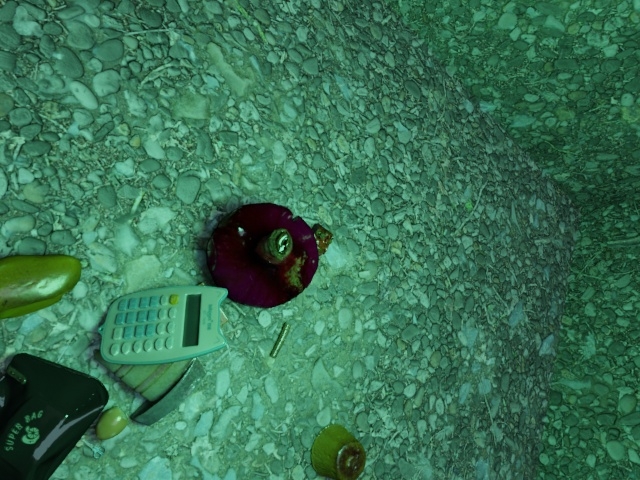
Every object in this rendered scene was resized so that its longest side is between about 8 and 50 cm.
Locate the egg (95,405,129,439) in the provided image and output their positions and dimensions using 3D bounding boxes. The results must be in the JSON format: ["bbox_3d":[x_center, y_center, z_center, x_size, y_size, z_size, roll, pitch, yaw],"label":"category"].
[{"bbox_3d":[-0.629,0.550,1.204,0.096,0.080,0.080,-37,103,-23],"label":"egg"}]

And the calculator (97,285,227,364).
[{"bbox_3d":[-0.483,0.259,1.240,0.387,0.054,0.255,-3,53,-8],"label":"calculator"}]

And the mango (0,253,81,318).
[{"bbox_3d":[-0.813,0.118,1.120,0.262,0.130,0.167,-14,86,-39],"label":"mango"}]

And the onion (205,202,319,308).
[{"bbox_3d":[-0.173,0.054,1.359,0.399,0.420,0.397,0,91,-24],"label":"onion"}]

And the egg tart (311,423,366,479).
[{"bbox_3d":[0.078,0.840,1.571,0.203,0.147,0.202,6,79,-30],"label":"egg tart"}]

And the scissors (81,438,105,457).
[{"bbox_3d":[-0.685,0.618,1.201,0.083,0.006,0.036,49,63,-18],"label":"scissors"}]

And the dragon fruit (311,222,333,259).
[{"bbox_3d":[0.000,0.000,1.668,0.102,0.096,0.147,31,70,-29],"label":"dragon fruit"}]

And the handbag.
[{"bbox_3d":[-0.791,0.484,1.081,0.288,0.152,0.342,39,64,-9],"label":"handbag"}]

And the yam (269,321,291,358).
[{"bbox_3d":[-0.153,0.387,1.557,0.032,0.032,0.145,35,68,-24],"label":"yam"}]

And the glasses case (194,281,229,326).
[{"bbox_3d":[-0.398,0.232,1.417,0.065,0.041,0.169,-35,103,-19],"label":"glasses case"}]

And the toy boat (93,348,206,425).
[{"bbox_3d":[-0.512,0.413,1.255,0.276,0.111,0.293,-26,104,-10],"label":"toy boat"}]
